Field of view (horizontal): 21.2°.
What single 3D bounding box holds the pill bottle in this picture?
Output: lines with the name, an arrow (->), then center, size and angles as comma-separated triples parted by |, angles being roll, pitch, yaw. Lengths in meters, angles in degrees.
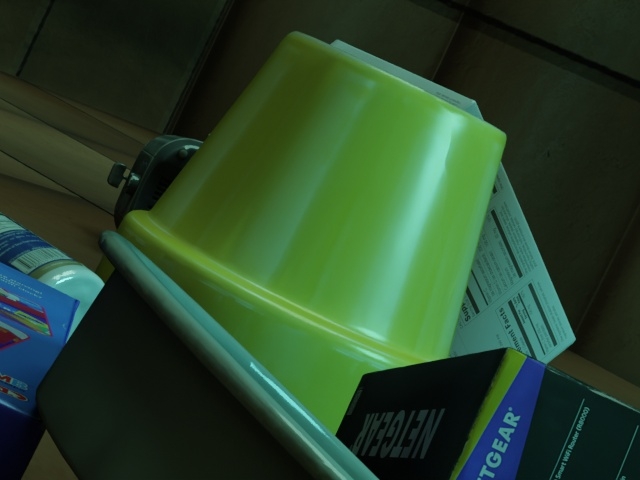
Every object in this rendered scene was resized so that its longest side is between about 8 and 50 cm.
pill bottle -> -0.178, 0.023, 0.942 | 0.120, 0.067, 0.067 | 29, 5, 35

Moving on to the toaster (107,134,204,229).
toaster -> -0.086, -0.015, 1.581 | 0.227, 0.129, 0.146 | 23, 3, -19

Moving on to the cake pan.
cake pan -> 0.021, 0.116, 0.530 | 0.293, 0.054, 0.293 | 44, -3, 3

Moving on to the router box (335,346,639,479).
router box -> 0.140, 0.144, 0.832 | 0.243, 0.081, 0.309 | 26, -10, -6

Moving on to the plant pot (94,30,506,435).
plant pot -> 0.000, 0.000, 1.146 | 0.254, 0.239, 0.254 | 26, 5, -2

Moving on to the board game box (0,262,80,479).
board game box -> -0.264, 0.000, 0.613 | 0.347, 0.078, 0.233 | 26, 4, -8

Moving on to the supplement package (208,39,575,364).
supplement package -> 0.060, -0.002, 1.422 | 0.204, 0.145, 0.262 | 31, -26, 52
